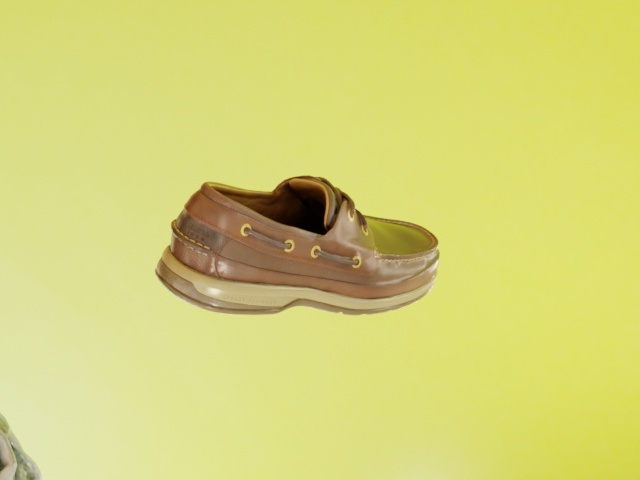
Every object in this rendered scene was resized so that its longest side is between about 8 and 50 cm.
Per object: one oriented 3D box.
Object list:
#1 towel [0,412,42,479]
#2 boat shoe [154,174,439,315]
[{"bbox_3d":[-0.338,0.078,0.984,0.090,0.320,0.374,-49,-172,-30],"label":"towel"},{"bbox_3d":[-0.001,0.000,0.842,0.178,0.064,0.060,0,116,-43],"label":"boat shoe"}]
